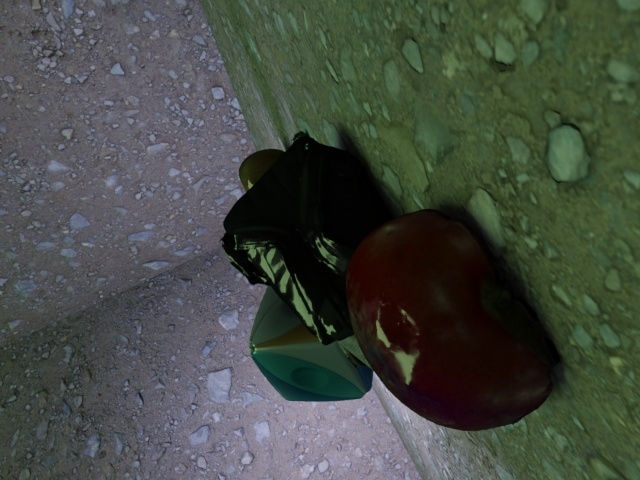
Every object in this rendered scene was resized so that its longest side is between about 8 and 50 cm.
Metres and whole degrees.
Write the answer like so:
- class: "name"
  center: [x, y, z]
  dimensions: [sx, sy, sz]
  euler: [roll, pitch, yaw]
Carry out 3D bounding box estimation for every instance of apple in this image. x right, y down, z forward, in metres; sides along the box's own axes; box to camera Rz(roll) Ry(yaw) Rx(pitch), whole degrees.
- class: "apple"
  center: [-0.202, -0.250, 1.869]
  dimensions: [0.257, 0.233, 0.257]
  euler: [156, 90, -80]

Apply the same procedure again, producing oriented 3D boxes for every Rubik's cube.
- class: "Rubik's cube"
  center: [-0.011, 0.332, 1.599]
  dimensions: [0.352, 0.346, 0.352]
  euler: [-79, -29, -45]

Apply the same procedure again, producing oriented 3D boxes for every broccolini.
- class: "broccolini"
  center: [-0.011, -0.229, 1.359]
  dimensions: [0.054, 0.051, 0.239]
  euler: [-12, -115, -53]

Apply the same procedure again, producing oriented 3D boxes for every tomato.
- class: "tomato"
  center: [0.138, 0.138, 0.661]
  dimensions: [0.335, 0.176, 0.290]
  euler: [62, 155, 13]

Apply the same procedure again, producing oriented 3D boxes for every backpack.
- class: "backpack"
  center: [0.000, 0.000, 0.977]
  dimensions: [0.446, 0.363, 0.254]
  euler: [47, -172, 31]

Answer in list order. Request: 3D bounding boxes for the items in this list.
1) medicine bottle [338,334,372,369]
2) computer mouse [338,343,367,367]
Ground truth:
- class: "medicine bottle"
  center: [0.119, 0.217, 1.094]
  dimensions: [0.293, 0.141, 0.141]
  euler: [37, 167, 9]
- class: "computer mouse"
  center: [0.150, 0.285, 1.401]
  dimensions: [0.158, 0.071, 0.310]
  euler: [56, -155, 11]
